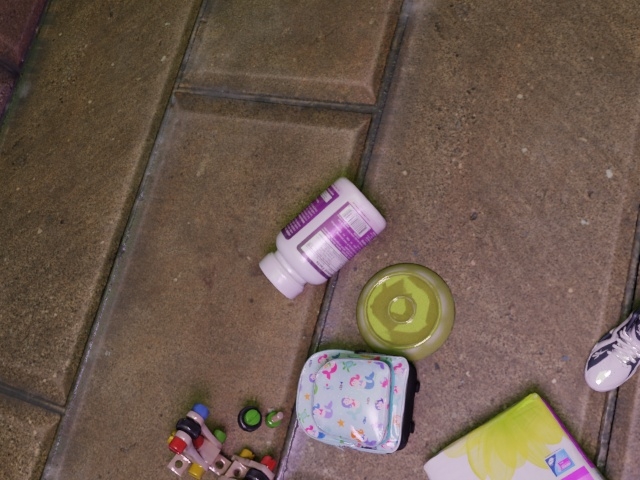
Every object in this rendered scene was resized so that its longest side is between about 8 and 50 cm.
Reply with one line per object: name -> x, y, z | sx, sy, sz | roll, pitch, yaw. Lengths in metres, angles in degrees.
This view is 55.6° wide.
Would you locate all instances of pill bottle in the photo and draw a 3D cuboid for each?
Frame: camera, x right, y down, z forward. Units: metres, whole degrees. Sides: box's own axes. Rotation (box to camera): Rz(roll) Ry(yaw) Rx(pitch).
pill bottle -> 0.000, 0.000, 1.487 | 0.301, 0.169, 0.169 | -42, 65, 4

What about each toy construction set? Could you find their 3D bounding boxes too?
toy construction set -> -0.258, 0.548, 1.415 | 0.237, 0.258, 0.308 | -44, 34, 51

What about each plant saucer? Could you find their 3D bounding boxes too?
plant saucer -> 0.195, 0.166, 1.438 | 0.241, 0.037, 0.240 | -5, 73, 18

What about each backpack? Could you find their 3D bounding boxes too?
backpack -> 0.071, 0.352, 1.354 | 0.254, 0.191, 0.225 | 3, 76, 26

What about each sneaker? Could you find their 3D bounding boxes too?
sneaker -> 0.622, 0.203, 1.208 | 0.235, 0.153, 0.094 | -40, 64, 5

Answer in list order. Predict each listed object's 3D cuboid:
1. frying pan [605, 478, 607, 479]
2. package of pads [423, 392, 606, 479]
frying pan -> 0.564, 0.557, 1.178 | 0.327, 0.053, 0.197 | 6, 76, 22
package of pads -> 0.380, 0.472, 1.212 | 0.297, 0.101, 0.229 | -38, 50, 10
